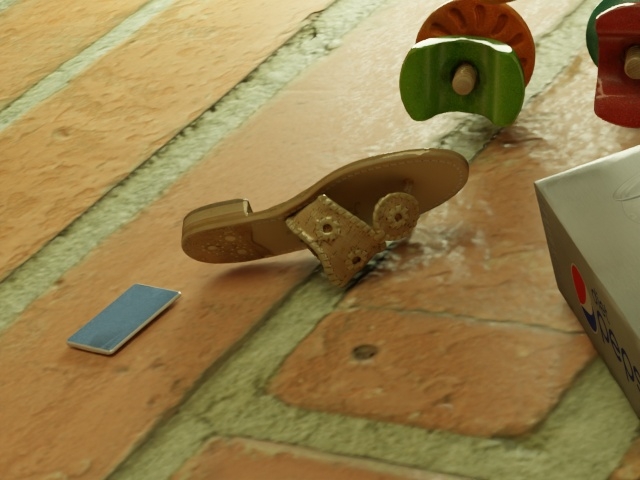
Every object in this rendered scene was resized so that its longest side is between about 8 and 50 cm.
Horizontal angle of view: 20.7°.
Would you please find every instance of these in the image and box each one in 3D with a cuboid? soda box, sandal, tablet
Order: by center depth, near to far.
[{"bbox_3d":[0.219,0.042,1.064,0.098,0.091,0.286,-18,27,-1],"label":"soda box"},{"bbox_3d":[0.003,0.003,1.313,0.240,0.088,0.079,-13,58,25],"label":"sandal"},{"bbox_3d":[-0.151,0.060,1.347,0.054,0.006,0.083,9,38,41],"label":"tablet"}]

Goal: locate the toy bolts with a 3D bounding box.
[{"bbox_3d":[0.193,-0.198,1.431,0.229,0.218,0.158,8,27,10],"label":"toy bolts"}]
